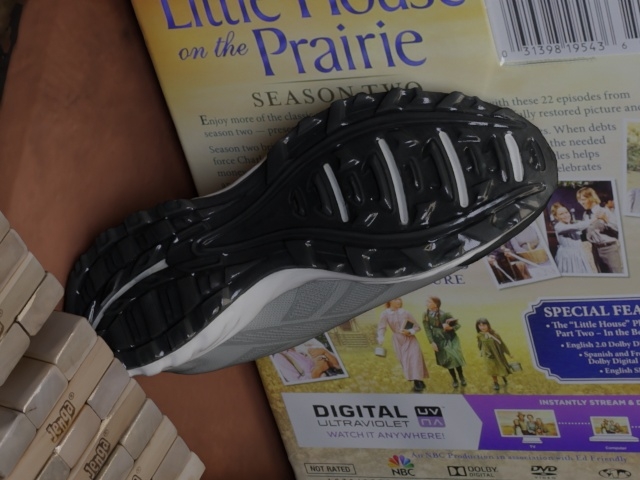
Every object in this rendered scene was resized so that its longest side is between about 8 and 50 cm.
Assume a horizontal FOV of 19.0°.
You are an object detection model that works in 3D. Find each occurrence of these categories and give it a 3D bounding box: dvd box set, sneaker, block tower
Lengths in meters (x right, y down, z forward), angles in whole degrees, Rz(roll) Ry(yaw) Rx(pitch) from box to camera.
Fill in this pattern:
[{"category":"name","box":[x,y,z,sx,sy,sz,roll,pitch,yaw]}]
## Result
[{"category":"dvd box set","box":[0.086,-0.007,1.063,0.062,0.308,0.420,-61,141,-50]},{"category":"sneaker","box":[0.000,0.000,1.011,0.108,0.272,0.100,25,47,-62]},{"category":"block tower","box":[-0.174,0.052,0.903,0.091,0.097,0.335,-59,140,-27]}]
